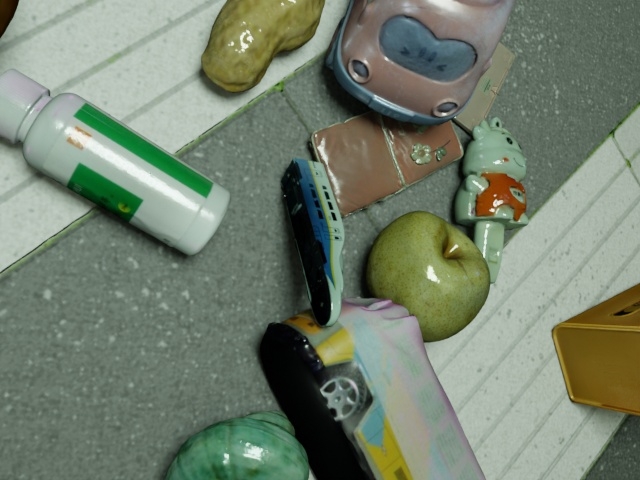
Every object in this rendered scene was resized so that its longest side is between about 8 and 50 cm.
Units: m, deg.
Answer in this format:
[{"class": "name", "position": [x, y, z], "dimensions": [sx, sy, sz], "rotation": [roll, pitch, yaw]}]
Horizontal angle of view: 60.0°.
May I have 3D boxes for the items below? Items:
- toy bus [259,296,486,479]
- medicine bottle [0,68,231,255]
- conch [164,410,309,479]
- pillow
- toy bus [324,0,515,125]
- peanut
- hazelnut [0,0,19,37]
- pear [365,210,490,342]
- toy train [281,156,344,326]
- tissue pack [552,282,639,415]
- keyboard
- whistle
[{"class": "toy bus", "position": [0.080, 0.245, 0.691], "dimensions": [0.162, 0.171, 0.386], "rotation": [-29, 96, -29]}, {"class": "medicine bottle", "position": [-0.228, -0.083, 0.609], "dimensions": [0.260, 0.095, 0.095], "rotation": [34, 73, -19]}, {"class": "conch", "position": [-0.094, 0.279, 0.630], "dimensions": [0.188, 0.122, 0.176], "rotation": [-35, 121, -20]}, {"class": "pillow", "position": [0.096, -0.129, 0.786], "dimensions": [0.232, 0.043, 0.126], "rotation": [-27, 97, -22]}, {"class": "toy bus", "position": [0.144, -0.309, 0.692], "dimensions": [0.197, 0.232, 0.294], "rotation": [22, 70, -9]}, {"class": "peanut", "position": [-0.064, -0.277, 0.696], "dimensions": [0.108, 0.095, 0.226], "rotation": [41, 72, -13]}, {"class": "hazelnut", "position": [-0.444, -0.282, 0.374], "dimensions": [0.429, 0.402, 0.402], "rotation": [46, 70, -8]}, {"class": "pear", "position": [0.139, 0.046, 0.736], "dimensions": [0.167, 0.136, 0.167], "rotation": [17, 50, -21]}, {"class": "toy train", "position": [0.000, 0.000, 0.661], "dimensions": [0.051, 0.052, 0.234], "rotation": [5, 48, -26]}, {"class": "tissue pack", "position": [0.549, 0.156, 0.885], "dimensions": [0.274, 0.194, 0.145], "rotation": [-19, 94, -25]}, {"class": "keyboard", "position": [0.260, -0.244, 0.883], "dimensions": [0.055, 0.017, 0.166], "rotation": [32, 74, -14]}, {"class": "whistle", "position": [0.253, -0.063, 0.821], "dimensions": [0.102, 0.106, 0.253], "rotation": [9, 82, -7]}]
